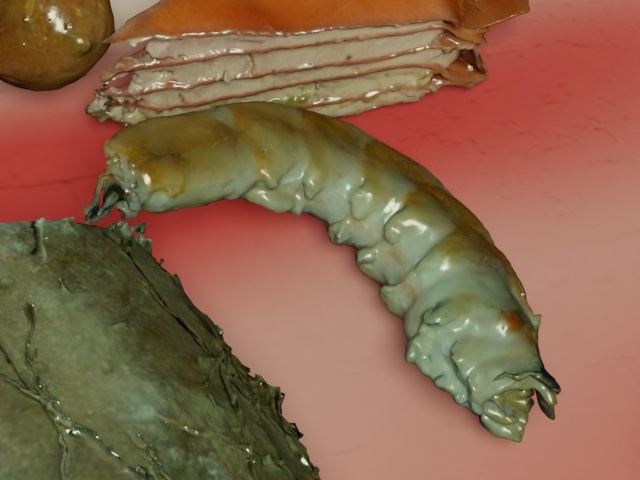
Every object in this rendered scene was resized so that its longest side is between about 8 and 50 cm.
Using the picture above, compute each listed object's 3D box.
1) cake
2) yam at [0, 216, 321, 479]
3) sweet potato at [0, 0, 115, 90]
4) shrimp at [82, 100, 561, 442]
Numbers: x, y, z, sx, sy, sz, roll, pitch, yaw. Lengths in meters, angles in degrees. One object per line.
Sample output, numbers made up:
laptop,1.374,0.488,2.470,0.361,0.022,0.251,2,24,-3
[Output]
cake,-0.018,-0.141,0.830,0.287,0.098,0.135,-16,70,-15
yam,-0.103,0.172,0.628,0.241,0.241,0.348,-28,69,-14
sweet potato,-0.238,-0.178,0.833,0.292,0.097,0.097,33,68,25
shrimp,0.013,-0.011,0.742,0.287,0.068,0.185,31,32,-19
